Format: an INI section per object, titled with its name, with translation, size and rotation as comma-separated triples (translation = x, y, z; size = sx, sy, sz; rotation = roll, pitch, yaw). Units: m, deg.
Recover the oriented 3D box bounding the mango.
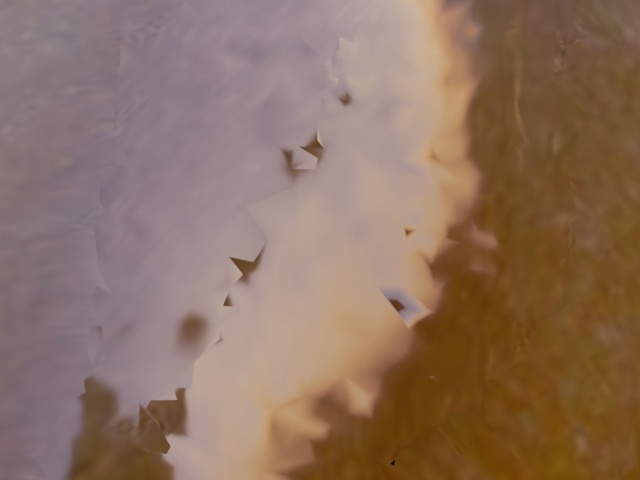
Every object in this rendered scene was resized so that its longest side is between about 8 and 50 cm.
[mango]
translation = 0.000, 0.000, 0.415
size = 0.199, 0.222, 0.384
rotation = 93, -169, -58
